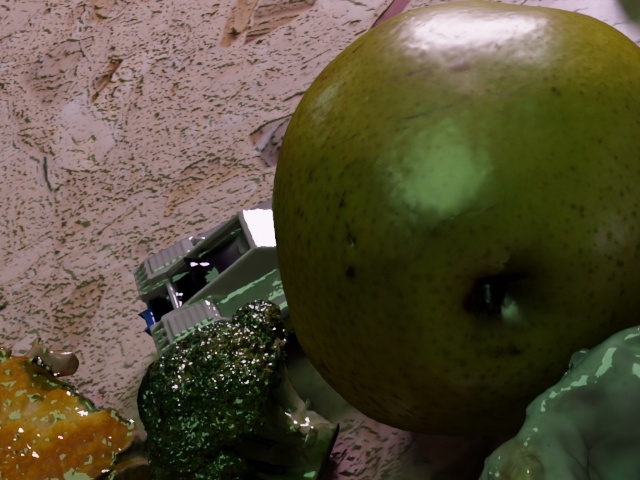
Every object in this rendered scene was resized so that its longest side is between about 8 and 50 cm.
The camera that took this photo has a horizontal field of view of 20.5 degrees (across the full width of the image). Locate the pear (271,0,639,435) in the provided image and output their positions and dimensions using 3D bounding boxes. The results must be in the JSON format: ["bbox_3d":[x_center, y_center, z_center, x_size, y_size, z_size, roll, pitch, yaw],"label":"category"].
[{"bbox_3d":[0.101,-0.012,1.116,0.294,0.294,0.294,-17,41,16],"label":"pear"}]

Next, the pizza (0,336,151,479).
[{"bbox_3d":[-0.265,0.132,1.309,0.297,0.071,0.189,35,62,29],"label":"pizza"}]

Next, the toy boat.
[{"bbox_3d":[0.000,0.000,1.316,0.295,0.088,0.129,-28,39,3],"label":"toy boat"}]

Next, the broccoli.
[{"bbox_3d":[-0.060,0.125,1.198,0.137,0.146,0.162,20,34,6],"label":"broccoli"}]

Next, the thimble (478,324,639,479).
[{"bbox_3d":[0.232,0.161,0.941,0.288,0.167,0.254,-2,46,29],"label":"thimble"}]
